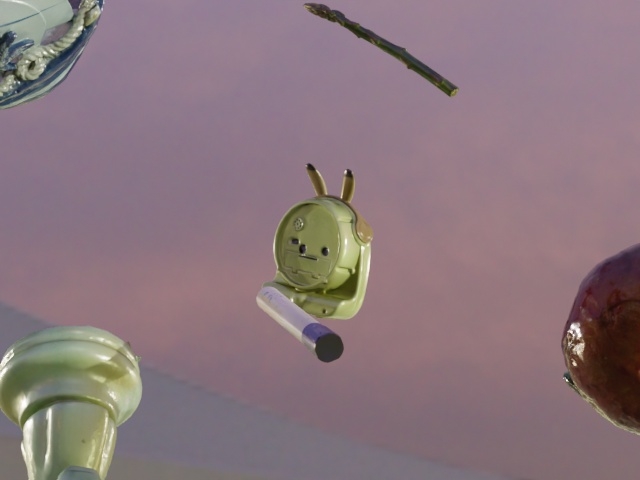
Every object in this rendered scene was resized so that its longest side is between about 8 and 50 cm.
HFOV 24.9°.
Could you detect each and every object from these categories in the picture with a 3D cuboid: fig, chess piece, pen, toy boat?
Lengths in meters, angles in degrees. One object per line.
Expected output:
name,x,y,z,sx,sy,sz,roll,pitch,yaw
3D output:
fig,0.342,0.096,1.326,0.190,0.191,0.290,-2,-13,33
chess piece,-0.285,0.256,1.629,0.175,0.298,0.176,-4,-40,-3
pen,-0.028,0.089,1.597,0.033,0.033,0.269,9,6,-18
toy boat,-0.365,-0.219,1.611,0.210,0.070,0.291,-44,-16,18

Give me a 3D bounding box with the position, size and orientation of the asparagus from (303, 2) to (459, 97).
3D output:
asparagus,0.051,-0.169,1.241,0.162,0.016,0.016,34,-14,18

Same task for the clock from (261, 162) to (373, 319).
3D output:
clock,0.000,0.000,2.244,0.170,0.232,0.069,11,2,41

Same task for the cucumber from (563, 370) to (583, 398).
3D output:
cucumber,0.360,0.200,1.717,0.184,0.033,0.036,27,-37,40
